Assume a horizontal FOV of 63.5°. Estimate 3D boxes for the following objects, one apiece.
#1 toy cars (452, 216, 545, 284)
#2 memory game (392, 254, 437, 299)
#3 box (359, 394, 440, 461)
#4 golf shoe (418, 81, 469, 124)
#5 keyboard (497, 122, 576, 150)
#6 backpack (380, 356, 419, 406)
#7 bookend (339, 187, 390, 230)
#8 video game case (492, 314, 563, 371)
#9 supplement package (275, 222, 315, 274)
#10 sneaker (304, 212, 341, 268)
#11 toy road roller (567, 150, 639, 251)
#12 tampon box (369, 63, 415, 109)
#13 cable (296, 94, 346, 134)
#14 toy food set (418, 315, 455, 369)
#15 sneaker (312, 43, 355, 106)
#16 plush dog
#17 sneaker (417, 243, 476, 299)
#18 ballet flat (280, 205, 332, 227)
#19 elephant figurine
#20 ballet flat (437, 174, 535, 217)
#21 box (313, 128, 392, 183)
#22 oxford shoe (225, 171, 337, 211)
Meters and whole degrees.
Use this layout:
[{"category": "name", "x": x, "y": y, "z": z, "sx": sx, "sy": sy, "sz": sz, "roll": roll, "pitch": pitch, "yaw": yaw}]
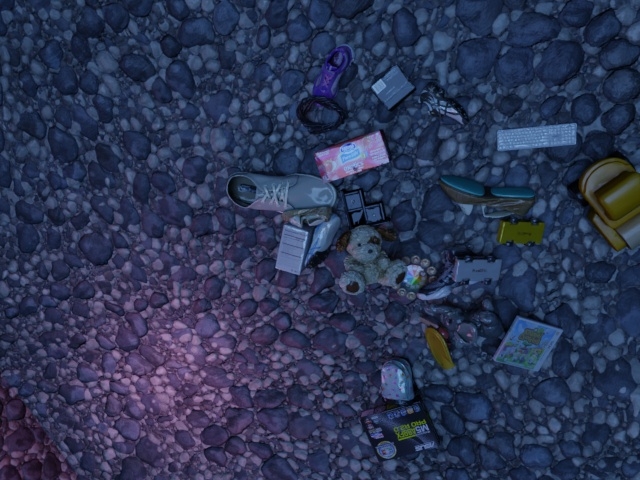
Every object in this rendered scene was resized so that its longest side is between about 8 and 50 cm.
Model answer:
[{"category": "toy cars", "x": 0.616, "y": 0.030, "z": 1.830, "sx": 0.393, "sy": 0.087, "sz": 0.177, "roll": -39, "pitch": 115, "yaw": -6}, {"category": "memory game", "x": 0.361, "y": 0.143, "z": 1.993, "sx": 0.186, "sy": 0.012, "sz": 0.186, "roll": 3, "pitch": 104, "yaw": 12}, {"category": "box", "x": 0.325, "y": 0.775, "z": 2.127, "sx": 0.269, "sy": 0.060, "sz": 0.217, "roll": -21, "pitch": 98, "yaw": 16}, {"category": "golf shoe", "x": 0.430, "y": -0.461, "z": 1.809, "sx": 0.198, "sy": 0.077, "sz": 0.094, "roll": 44, "pitch": 122, "yaw": 4}, {"category": "keyboard", "x": 0.746, "y": -0.357, "z": 1.788, "sx": 0.255, "sy": 0.014, "sz": 0.072, "roll": -3, "pitch": 102, "yaw": 13}, {"category": "backpack", "x": 0.306, "y": 0.558, "z": 2.048, "sx": 0.151, "sy": 0.115, "sz": 0.182, "roll": -2, "pitch": 96, "yaw": 20}, {"category": "bookend", "x": 0.169, "y": -0.131, "z": 1.937, "sx": 0.157, "sy": 0.072, "sz": 0.157, "roll": -11, "pitch": 100, "yaw": 14}, {"category": "video game case", "x": 0.766, "y": 0.384, "z": 1.910, "sx": 0.212, "sy": 0.023, "sz": 0.194, "roll": 17, "pitch": 108, "yaw": -19}, {"category": "supplement package", "x": -0.098, "y": 0.026, "z": 2.015, "sx": 0.105, "sy": 0.105, "sz": 0.180, "roll": 16, "pitch": 105, "yaw": 10}, {"category": "sneaker", "x": 0.000, "y": 0.000, "z": 1.999, "sx": 0.086, "sy": 0.085, "sz": 0.237, "roll": 33, "pitch": 99, "yaw": 41}, {"category": "toy road roller", "x": 0.983, "y": -0.117, "z": 1.675, "sx": 0.202, "sy": 0.240, "sz": 0.330, "roll": -39, "pitch": 93, "yaw": 18}, {"category": "tampon box", "x": 0.252, "y": -0.522, "z": 1.778, "sx": 0.120, "sy": 0.161, "sz": 0.101, "roll": -39, "pitch": 93, "yaw": 16}, {"category": "cable", "x": 0.006, "y": -0.462, "z": 1.878, "sx": 0.184, "sy": 0.047, "sz": 0.151, "roll": -6, "pitch": 131, "yaw": 27}, {"category": "toy food set", "x": 0.469, "y": 0.384, "z": 1.981, "sx": 0.071, "sy": 0.128, "sz": 0.218, "roll": -25, "pitch": 102, "yaw": -20}, {"category": "sneaker", "x": 0.035, "y": -0.589, "z": 1.840, "sx": 0.095, "sy": 0.104, "sz": 0.237, "roll": 30, "pitch": 109, "yaw": 2}, {"category": "plush dog", "x": 0.170, "y": 0.052, "z": 1.910, "sx": 0.262, "sy": 0.210, "sz": 0.226, "roll": -10, "pitch": 108, "yaw": -11}, {"category": "sneaker", "x": 0.467, "y": 0.112, "z": 1.916, "sx": 0.268, "sy": 0.101, "sz": 0.153, "roll": -24, "pitch": 96, "yaw": 8}, {"category": "ballet flat", "x": -0.056, "y": -0.085, "z": 1.942, "sx": 0.206, "sy": 0.073, "sz": 0.067, "roll": -10, "pitch": 57, "yaw": 19}, {"category": "elephant figurine", "x": 0.543, "y": 0.304, "z": 1.931, "sx": 0.239, "sy": 0.169, "sz": 0.186, "roll": -22, "pitch": 60, "yaw": 22}, {"category": "ballet flat", "x": 0.580, "y": -0.144, "z": 1.839, "sx": 0.341, "sy": 0.116, "sz": 0.124, "roll": 9, "pitch": 124, "yaw": 6}, {"category": "box", "x": 0.120, "y": -0.306, "z": 1.877, "sx": 0.256, "sy": 0.128, "sz": 0.123, "roll": -16, "pitch": 100, "yaw": 16}, {"category": "oxford shoe", "x": -0.161, "y": -0.177, "z": 1.971, "sx": 0.448, "sy": 0.130, "sz": 0.169, "roll": 8, "pitch": 103, "yaw": 9}]
